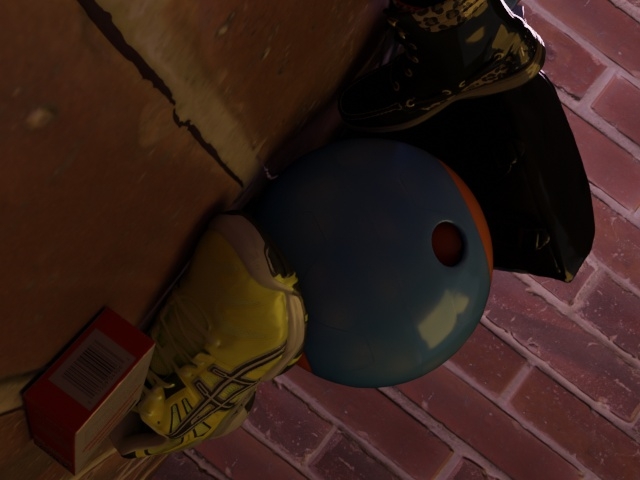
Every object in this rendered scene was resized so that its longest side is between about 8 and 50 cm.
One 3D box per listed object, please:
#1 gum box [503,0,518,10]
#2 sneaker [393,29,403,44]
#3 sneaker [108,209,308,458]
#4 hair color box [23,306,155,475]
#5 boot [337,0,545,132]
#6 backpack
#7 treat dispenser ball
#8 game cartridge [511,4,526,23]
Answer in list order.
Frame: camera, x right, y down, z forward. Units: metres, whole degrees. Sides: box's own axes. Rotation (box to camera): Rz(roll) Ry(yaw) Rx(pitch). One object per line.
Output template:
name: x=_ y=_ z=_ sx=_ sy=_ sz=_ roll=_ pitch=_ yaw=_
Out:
gum box: x=0.301 y=-0.423 z=1.297 sx=0.184 sy=0.041 sz=0.157 roll=-55 pitch=-165 yaw=46
sneaker: x=0.159 y=-0.283 z=0.925 sx=0.271 sy=0.100 sz=0.108 roll=-36 pitch=141 yaw=-71
sneaker: x=-0.129 y=0.128 z=0.790 sx=0.147 sy=0.145 sz=0.385 roll=-24 pitch=150 yaw=-38
hair color box: x=-0.194 y=0.132 z=0.630 sx=0.093 sy=0.053 sz=0.167 roll=-52 pitch=176 yaw=-32
boot: x=0.093 y=-0.200 z=0.769 sx=0.236 sy=0.085 sz=0.178 roll=-14 pitch=156 yaw=27
backpack: x=0.183 y=-0.099 z=1.055 sx=0.355 sy=0.290 sz=0.273 roll=-9 pitch=-155 yaw=42
treat dispenser ball: x=0.054 y=0.025 z=0.869 sx=0.288 sy=0.288 sz=0.288 roll=-52 pitch=177 yaw=-4
game cartridge: x=0.371 y=-0.268 z=1.455 sx=0.355 sy=0.068 sz=0.230 roll=51 pitch=44 yaw=-71
